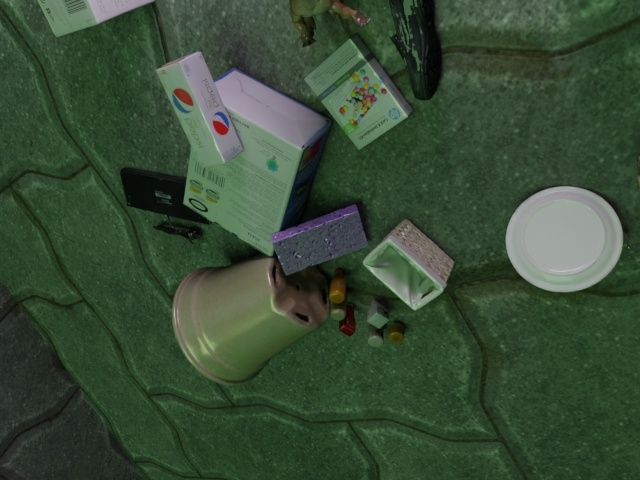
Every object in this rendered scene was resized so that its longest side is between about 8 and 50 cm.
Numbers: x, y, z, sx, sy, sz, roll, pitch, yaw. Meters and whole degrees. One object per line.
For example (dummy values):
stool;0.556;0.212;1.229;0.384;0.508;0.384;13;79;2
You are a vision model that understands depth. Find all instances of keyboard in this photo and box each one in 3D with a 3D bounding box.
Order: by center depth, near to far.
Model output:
keyboard;-0.432;-0.096;1.680;0.317;0.033;0.202;13;123;26

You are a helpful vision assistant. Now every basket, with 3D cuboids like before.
basket;0.200;0.051;1.319;0.167;0.103;0.113;43;136;-1

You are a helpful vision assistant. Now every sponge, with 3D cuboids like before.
sponge;0.000;0.000;1.361;0.210;0.031;0.117;-20;133;-1

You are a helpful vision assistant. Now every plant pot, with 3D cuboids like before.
plant pot;-0.153;0.168;1.519;0.305;0.334;0.334;-29;104;33

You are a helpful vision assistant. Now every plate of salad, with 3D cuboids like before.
plate of salad;0.446;-0.002;1.090;0.199;0.200;0.048;11;172;27

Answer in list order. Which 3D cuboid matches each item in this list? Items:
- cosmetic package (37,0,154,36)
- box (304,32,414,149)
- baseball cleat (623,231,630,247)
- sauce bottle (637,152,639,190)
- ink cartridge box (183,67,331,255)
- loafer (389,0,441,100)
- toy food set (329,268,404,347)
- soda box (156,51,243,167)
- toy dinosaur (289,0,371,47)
cosmetic package;-0.491;-0.548;1.264;0.151;0.184;0.151;0;122;33
box;0.075;-0.293;1.186;0.145;0.038;0.186;-29;105;44
baseball cleat;0.471;0.010;1.131;0.206;0.072;0.109;-31;91;38
sauce bottle;0.614;0.001;1.002;0.111;0.111;0.344;-2;122;35
ink cartridge box;-0.163;-0.150;1.372;0.270;0.151;0.395;31;133;11
loafer;0.165;-0.361;1.053;0.078;0.076;0.223;7;121;36
toy food set;0.107;0.178;1.508;0.232;0.104;0.111;31;123;-15
soda box;-0.241;-0.260;1.192;0.074;0.069;0.216;-3;119;36
toy dinosaur;-0.021;-0.453;1.010;0.127;0.296;0.200;-24;117;6
